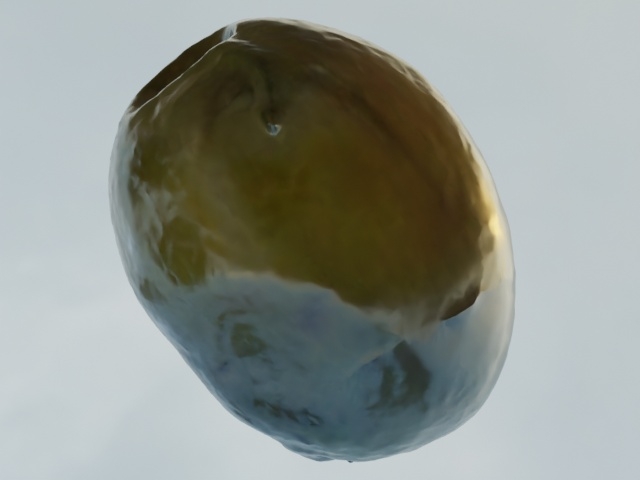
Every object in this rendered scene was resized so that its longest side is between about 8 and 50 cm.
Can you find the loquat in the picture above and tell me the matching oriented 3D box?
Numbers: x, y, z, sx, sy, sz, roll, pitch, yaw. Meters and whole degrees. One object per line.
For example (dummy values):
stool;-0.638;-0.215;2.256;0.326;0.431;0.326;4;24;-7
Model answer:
loquat;0.000;0.000;0.929;0.179;0.227;0.179;-36;-173;5
